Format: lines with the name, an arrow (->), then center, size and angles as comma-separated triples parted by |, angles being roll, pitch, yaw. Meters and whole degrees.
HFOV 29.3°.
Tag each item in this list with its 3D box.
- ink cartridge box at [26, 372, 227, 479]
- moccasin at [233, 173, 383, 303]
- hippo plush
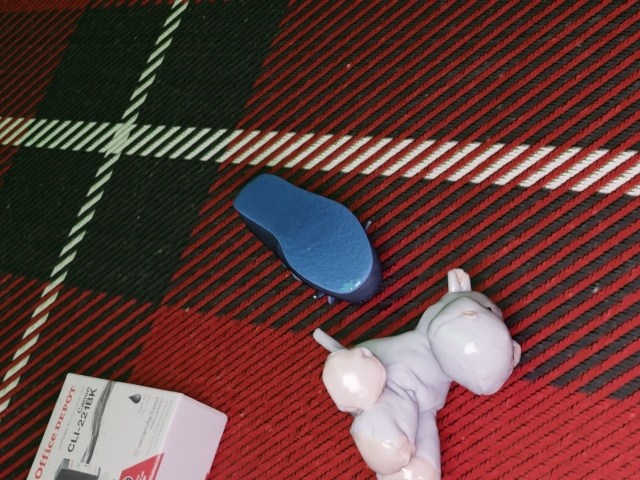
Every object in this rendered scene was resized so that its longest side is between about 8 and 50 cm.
ink cartridge box -> -0.299, 0.323, 1.860 | 0.272, 0.114, 0.197 | 3, 67, 42
moccasin -> 0.000, 0.000, 1.815 | 0.137, 0.117, 0.342 | -40, 39, -4
hippo plush -> 0.148, 0.183, 1.551 | 0.236, 0.234, 0.294 | -28, 4, 1
